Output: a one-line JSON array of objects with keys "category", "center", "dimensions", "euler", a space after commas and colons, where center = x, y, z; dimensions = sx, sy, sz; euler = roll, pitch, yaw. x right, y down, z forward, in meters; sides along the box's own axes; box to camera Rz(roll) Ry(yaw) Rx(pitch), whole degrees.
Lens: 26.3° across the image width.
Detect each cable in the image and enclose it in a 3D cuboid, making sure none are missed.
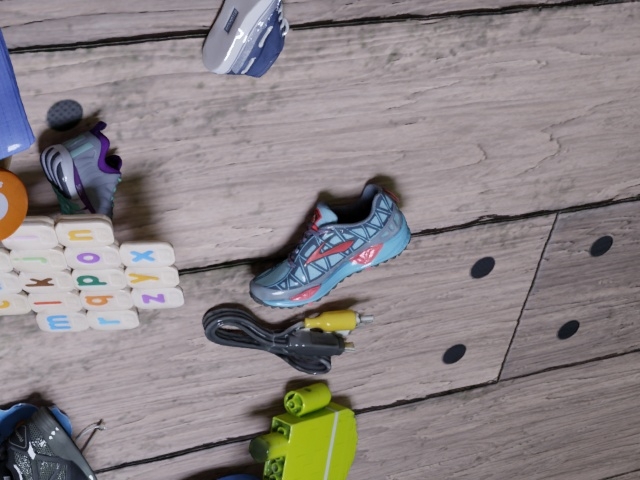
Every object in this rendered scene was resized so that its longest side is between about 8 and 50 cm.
[{"category": "cable", "center": [-0.063, 0.148, 2.151], "dimensions": [0.287, 0.072, 0.139], "euler": [10, 140, -24]}]

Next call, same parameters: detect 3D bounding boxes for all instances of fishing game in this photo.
[{"category": "fishing game", "center": [-0.454, 0.315, 2.044], "dimensions": [0.264, 0.041, 0.189], "euler": [12, 123, -41]}]

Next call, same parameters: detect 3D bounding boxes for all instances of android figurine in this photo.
[{"category": "android figurine", "center": [-0.026, 0.360, 2.281], "dimensions": [0.273, 0.056, 0.248], "euler": [-10, 113, -53]}]

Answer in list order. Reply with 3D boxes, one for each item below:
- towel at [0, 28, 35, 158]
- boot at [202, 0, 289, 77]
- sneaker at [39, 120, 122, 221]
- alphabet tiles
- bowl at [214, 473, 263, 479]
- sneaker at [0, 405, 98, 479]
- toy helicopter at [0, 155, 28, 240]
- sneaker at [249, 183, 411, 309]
[{"category": "towel", "center": [-0.469, -0.158, 1.334], "dimensions": [0.336, 0.040, 0.243], "euler": [-19, 99, -20]}, {"category": "boot", "center": [-0.072, -0.287, 1.716], "dimensions": [0.086, 0.069, 0.190], "euler": [2, 136, -43]}, {"category": "sneaker", "center": [-0.286, -0.052, 1.782], "dimensions": [0.098, 0.083, 0.224], "euler": [-36, 146, -21]}, {"category": "alphabet tiles", "center": [-0.324, 0.046, 1.797], "dimensions": [0.277, 0.021, 0.284], "euler": [-3, 149, 0]}, {"category": "bowl", "center": [-0.203, 0.565, 2.344], "dimensions": [0.391, 0.077, 0.391], "euler": [-32, 143, -28]}, {"category": "sneaker", "center": [-0.405, 0.352, 2.025], "dimensions": [0.130, 0.087, 0.227], "euler": [-35, 137, -10]}, {"category": "toy helicopter", "center": [-0.480, -0.098, 1.400], "dimensions": [0.355, 0.140, 0.235], "euler": [-16, 114, -36]}, {"category": "sneaker", "center": [0.000, 0.000, 2.021], "dimensions": [0.261, 0.104, 0.125], "euler": [-29, 121, -12]}]
